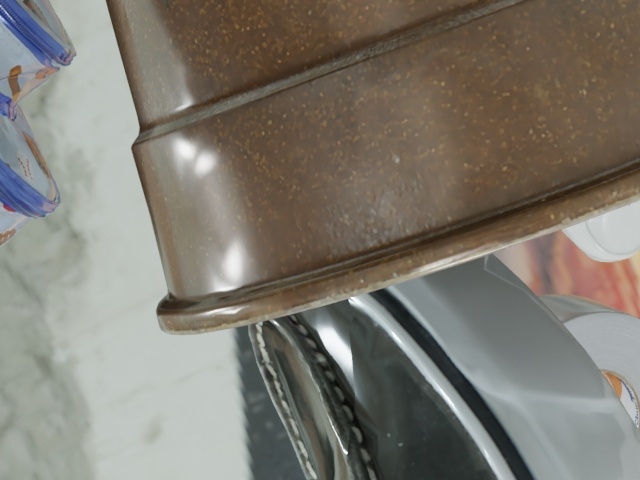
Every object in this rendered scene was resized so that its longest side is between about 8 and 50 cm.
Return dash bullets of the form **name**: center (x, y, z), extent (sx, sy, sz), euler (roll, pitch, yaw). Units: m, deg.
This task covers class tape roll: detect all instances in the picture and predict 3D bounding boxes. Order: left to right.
- **tape roll**: center (0.215, 0.159, 1.607), extent (0.219, 0.219, 0.072), euler (47, 168, -30)

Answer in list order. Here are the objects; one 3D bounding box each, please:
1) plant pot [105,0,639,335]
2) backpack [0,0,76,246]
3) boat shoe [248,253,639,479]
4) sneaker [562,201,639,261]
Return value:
- **plant pot**: center (0.014, -0.085, 0.397), extent (0.167, 0.167, 0.165), euler (-31, -79, -64)
- **backpack**: center (-0.244, -0.096, 0.935), extent (0.263, 0.213, 0.276), euler (58, -176, -21)
- **boat shoe**: center (0.042, 0.124, 0.450), extent (0.121, 0.119, 0.335), euler (85, 160, -53)
- **sneaker**: center (0.210, -0.086, 1.228), extent (0.115, 0.090, 0.232), euler (36, 132, 57)
